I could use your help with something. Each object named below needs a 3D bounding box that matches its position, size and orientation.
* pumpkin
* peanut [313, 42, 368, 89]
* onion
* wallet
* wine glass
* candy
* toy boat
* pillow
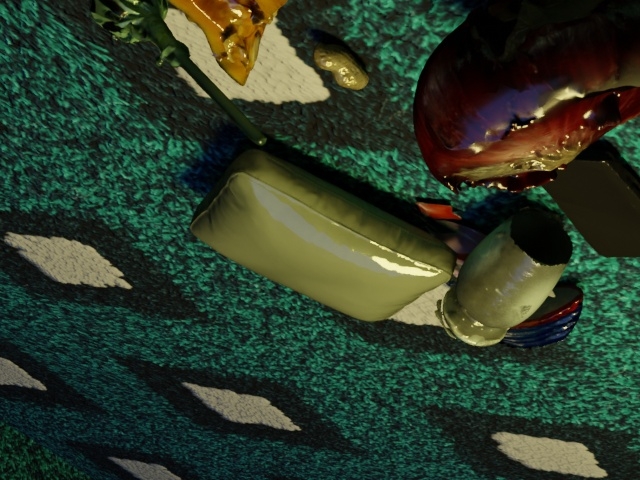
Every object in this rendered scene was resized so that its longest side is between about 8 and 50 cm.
[{"bbox_3d":[-0.054,-0.266,1.391,0.190,0.139,0.280,4,156,32],"label":"pumpkin"},{"bbox_3d":[0.023,-0.193,1.639,0.083,0.037,0.037,33,154,-35],"label":"peanut"},{"bbox_3d":[0.205,-0.167,1.388,0.272,0.195,0.272,-22,166,-6],"label":"onion"},{"bbox_3d":[0.336,-0.043,1.765,0.124,0.025,0.244,-1,153,38],"label":"wallet"},{"bbox_3d":[0.235,0.047,1.888,0.111,0.111,0.204,22,139,-10],"label":"wine glass"},{"bbox_3d":[-0.145,-0.189,1.540,0.305,0.083,0.091,48,164,29],"label":"candy"},{"bbox_3d":[0.247,0.045,2.016,0.219,0.072,0.318,11,147,23],"label":"toy boat"},{"bbox_3d":[0.000,0.000,1.995,0.322,0.120,0.255,27,156,-10],"label":"pillow"}]
